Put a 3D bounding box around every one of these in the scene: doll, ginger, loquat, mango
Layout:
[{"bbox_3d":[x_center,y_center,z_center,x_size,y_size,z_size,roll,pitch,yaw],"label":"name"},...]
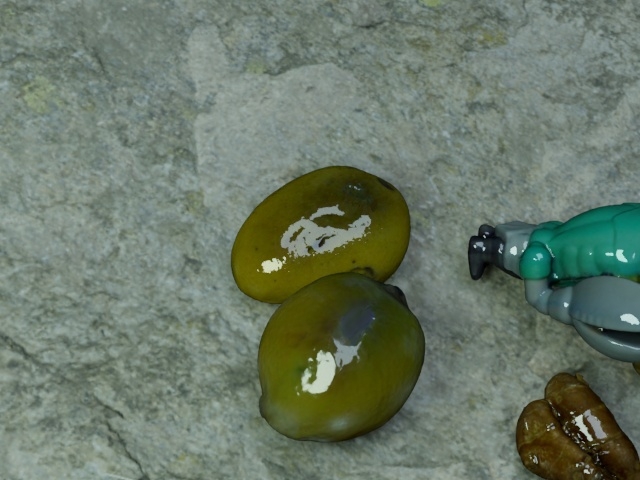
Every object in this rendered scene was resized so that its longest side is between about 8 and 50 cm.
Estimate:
[{"bbox_3d":[0.295,0.031,1.885,0.195,0.153,0.258,-26,29,-37],"label":"doll"},{"bbox_3d":[0.258,0.209,1.801,0.103,0.073,0.162,-31,72,-28],"label":"ginger"},{"bbox_3d":[0.015,0.115,1.757,0.152,0.152,0.195,37,66,9],"label":"loquat"},{"bbox_3d":[0.000,0.000,1.851,0.195,0.098,0.137,-29,74,-23],"label":"mango"}]

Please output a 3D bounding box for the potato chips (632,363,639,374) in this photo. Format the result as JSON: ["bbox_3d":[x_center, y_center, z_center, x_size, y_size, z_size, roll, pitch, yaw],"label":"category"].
[{"bbox_3d":[0.457,0.257,1.836,0.080,0.057,0.407,-30,70,-15],"label":"potato chips"}]
